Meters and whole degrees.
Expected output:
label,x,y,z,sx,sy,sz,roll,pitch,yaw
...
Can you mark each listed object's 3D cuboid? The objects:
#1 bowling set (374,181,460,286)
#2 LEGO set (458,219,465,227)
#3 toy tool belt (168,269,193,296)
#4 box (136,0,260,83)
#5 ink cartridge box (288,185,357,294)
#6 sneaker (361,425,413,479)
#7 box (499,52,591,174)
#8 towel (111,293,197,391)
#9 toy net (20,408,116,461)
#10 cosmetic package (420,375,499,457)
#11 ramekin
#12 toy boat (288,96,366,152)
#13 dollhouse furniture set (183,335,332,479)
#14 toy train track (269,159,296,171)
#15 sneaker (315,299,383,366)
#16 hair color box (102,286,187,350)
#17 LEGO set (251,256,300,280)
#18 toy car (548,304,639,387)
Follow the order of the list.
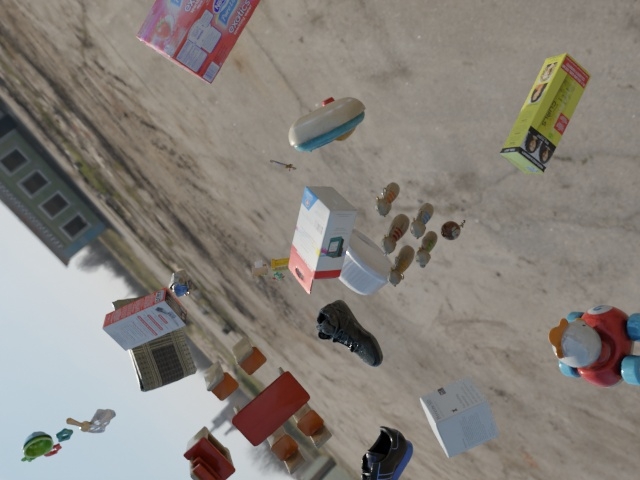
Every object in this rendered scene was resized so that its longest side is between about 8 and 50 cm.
label,x,y,z,sx,sy,sz,roll,pitch,yaw
bowling set,0.264,-0.017,1.517,0.200,0.154,0.286,-1,124,31
LEGO set,0.441,-0.039,1.807,0.024,0.054,0.083,25,130,4
toy tool belt,-0.326,0.110,1.308,0.051,0.052,0.083,51,143,21
box,-0.269,-0.547,1.306,0.142,0.299,0.154,35,-173,26
ink cartridge box,0.000,0.000,1.348,0.134,0.078,0.230,49,133,48
sneaker,0.115,0.513,1.195,0.090,0.232,0.081,43,150,-25
box,0.455,-0.253,1.129,0.087,0.232,0.058,32,172,-22
towel,-0.569,0.338,1.913,0.324,0.056,0.312,69,-163,8
toy net,-0.634,0.503,1.427,0.045,0.232,0.122,42,129,39
cosmetic package,0.450,0.571,1.817,0.151,0.184,0.151,-120,7,-70
ramekin,0.146,0.085,2.090,0.273,0.127,0.273,36,-159,-16
toy boat,0.039,-0.384,1.865,0.148,0.268,0.318,63,-161,-17
dollhouse furniture set,-0.140,0.373,1.119,0.262,0.259,0.135,51,172,-14
toy train track,-0.111,-0.219,1.642,0.083,0.048,0.014,21,115,14
sneaker,0.069,0.271,1.555,0.227,0.130,0.087,51,129,22
hair color box,-0.410,0.186,1.312,0.053,0.167,0.093,-101,-15,-52
LEGO set,-0.072,0.077,1.780,0.132,0.287,0.107,33,145,42
toy car,0.666,0.246,1.405,0.238,0.210,0.219,21,165,-26
